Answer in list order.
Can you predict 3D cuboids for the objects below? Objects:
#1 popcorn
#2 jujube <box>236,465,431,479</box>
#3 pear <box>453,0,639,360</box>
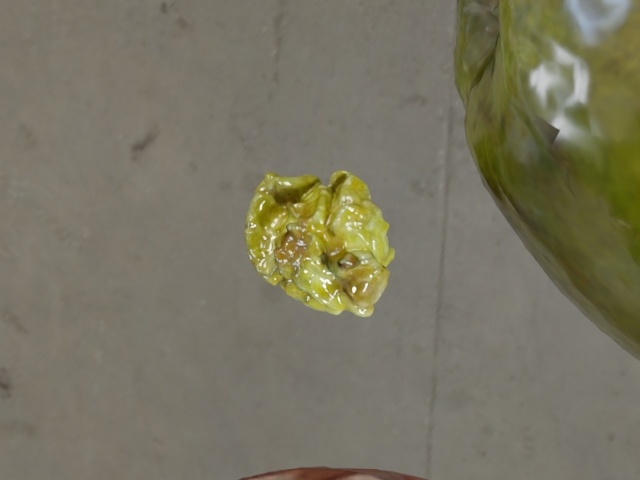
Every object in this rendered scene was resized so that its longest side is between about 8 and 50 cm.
[{"bbox_3d":[-0.002,0.003,0.670,0.083,0.059,0.068,38,137,2],"label":"popcorn"},{"bbox_3d":[-0.005,0.170,0.467,0.243,0.183,0.183,6,141,-27],"label":"jujube"},{"bbox_3d":[0.247,-0.069,0.568,0.413,0.352,0.352,11,133,-4],"label":"pear"}]
